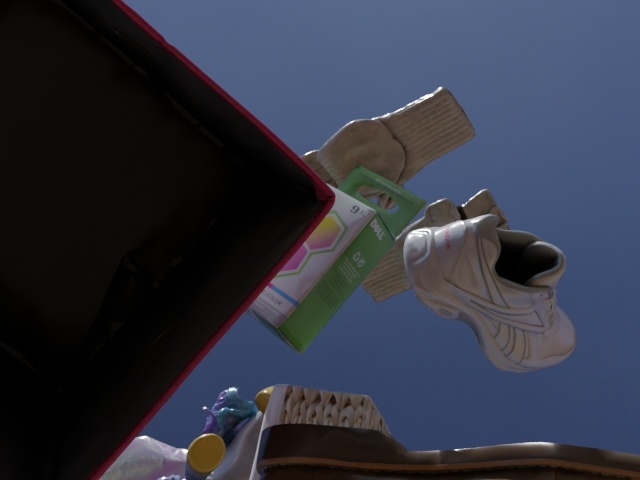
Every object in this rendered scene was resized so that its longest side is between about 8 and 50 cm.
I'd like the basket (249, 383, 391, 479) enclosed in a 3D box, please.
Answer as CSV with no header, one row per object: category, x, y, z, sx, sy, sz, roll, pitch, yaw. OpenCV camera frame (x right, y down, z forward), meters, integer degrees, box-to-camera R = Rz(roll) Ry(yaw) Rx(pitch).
basket,0.000,0.235,0.857,0.103,0.113,0.167,0,-125,21

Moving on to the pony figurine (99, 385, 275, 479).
pony figurine,-0.136,0.332,1.138,0.351,0.363,0.303,-40,-97,-20

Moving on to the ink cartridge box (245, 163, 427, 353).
ink cartridge box,0.000,0.000,0.919,0.209,0.109,0.062,-49,-39,-11

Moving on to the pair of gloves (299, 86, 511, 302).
pair of gloves,0.102,-0.042,1.040,0.204,0.042,0.240,-20,-63,16

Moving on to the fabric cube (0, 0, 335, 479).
fabric cube,-0.187,-0.028,0.574,0.259,0.258,0.254,41,-91,-15

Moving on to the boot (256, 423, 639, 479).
boot,0.098,0.170,0.481,0.112,0.305,0.115,51,-138,-49

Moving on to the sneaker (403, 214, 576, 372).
sneaker,0.184,0.052,0.818,0.232,0.115,0.090,32,-131,-37
